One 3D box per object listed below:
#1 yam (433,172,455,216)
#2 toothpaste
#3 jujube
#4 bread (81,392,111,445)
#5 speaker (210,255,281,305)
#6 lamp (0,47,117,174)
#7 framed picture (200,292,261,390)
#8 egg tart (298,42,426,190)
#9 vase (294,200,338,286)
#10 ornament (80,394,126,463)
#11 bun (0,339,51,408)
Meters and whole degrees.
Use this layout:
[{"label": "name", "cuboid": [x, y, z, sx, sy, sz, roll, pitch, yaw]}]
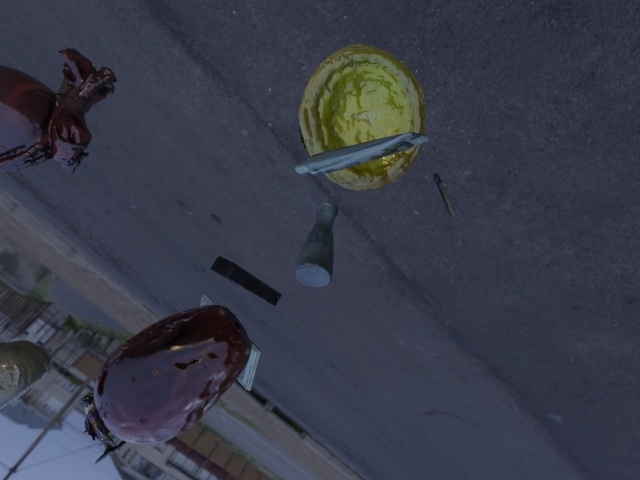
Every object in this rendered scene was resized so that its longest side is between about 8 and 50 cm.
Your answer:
[{"label": "yam", "cuboid": [0.252, -0.091, 0.856, 0.014, 0.014, 0.107, -2, 127, 48]}, {"label": "toothpaste", "cuboid": [0.052, -0.141, 0.696, 0.255, 0.067, 0.037, -7, 87, 41]}, {"label": "jujube", "cuboid": [-0.301, 0.272, 0.879, 0.223, 0.318, 0.223, 54, 174, 9]}, {"label": "bread", "cuboid": [-0.813, 0.645, 1.545, 0.103, 0.065, 0.187, -46, 67, 35]}, {"label": "speaker", "cuboid": [-0.201, 0.117, 1.172, 0.082, 0.044, 0.218, 19, 165, 40]}, {"label": "lamp", "cuboid": [-0.446, -0.192, 0.641, 0.223, 0.215, 0.151, 11, 161, -26]}, {"label": "framed picture", "cuboid": [-0.293, 0.316, 1.298, 0.273, 0.016, 0.217, 37, 132, 24]}, {"label": "egg tart", "cuboid": [0.098, -0.295, 1.052, 0.345, 0.345, 0.132, 48, 176, -22]}, {"label": "vase", "cuboid": [0.000, 0.000, 0.995, 0.086, 0.214, 0.086, 8, 141, 6]}, {"label": "ornament", "cuboid": [-0.688, 0.573, 1.317, 0.203, 0.081, 0.088, 62, -167, 8]}, {"label": "bun", "cuboid": [-0.646, 0.270, 0.861, 0.113, 0.173, 0.166, 54, 180, -9]}]
